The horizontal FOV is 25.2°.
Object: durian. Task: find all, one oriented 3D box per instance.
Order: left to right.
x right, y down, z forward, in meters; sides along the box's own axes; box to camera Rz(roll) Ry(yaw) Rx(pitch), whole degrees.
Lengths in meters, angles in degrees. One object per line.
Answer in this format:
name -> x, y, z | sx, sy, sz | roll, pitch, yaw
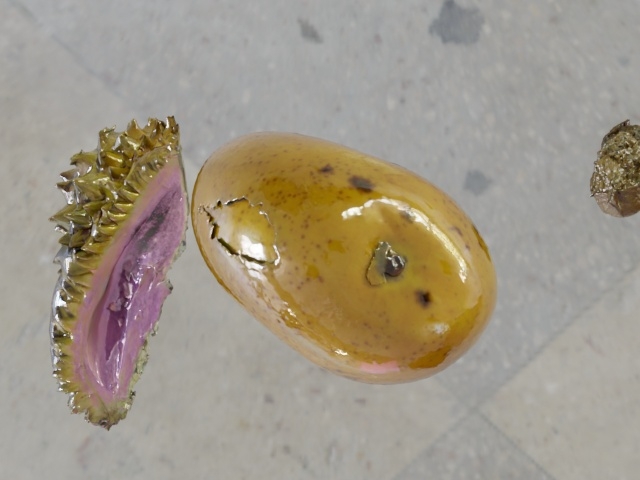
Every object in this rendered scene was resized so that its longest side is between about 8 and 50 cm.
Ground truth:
durian -> -0.220, 0.016, 1.414 | 0.112, 0.191, 0.341 | 2, 121, -29

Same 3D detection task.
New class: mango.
mango -> 0.000, 0.000, 1.081 | 0.191, 0.290, 0.160 | 21, 99, -41

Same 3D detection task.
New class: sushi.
sushi -> 0.269, -0.064, 1.287 | 0.061, 0.118, 0.060 | -20, 123, 17
